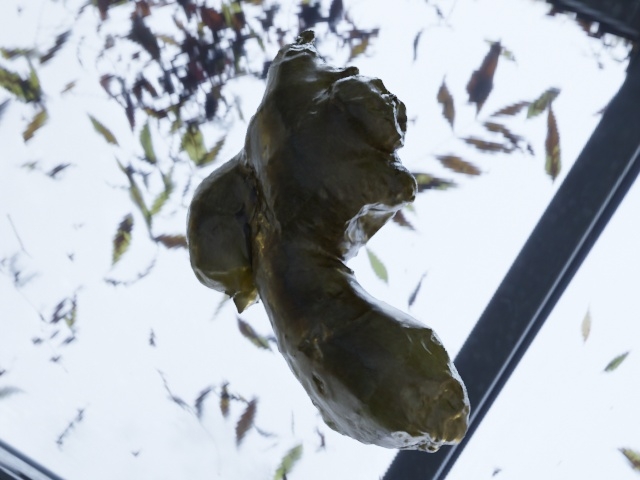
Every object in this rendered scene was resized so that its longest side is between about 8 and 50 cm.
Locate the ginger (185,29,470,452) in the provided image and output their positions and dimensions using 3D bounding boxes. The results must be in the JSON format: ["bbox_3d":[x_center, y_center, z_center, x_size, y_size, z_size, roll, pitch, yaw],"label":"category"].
[{"bbox_3d":[0.009,-0.002,0.559,0.133,0.059,0.214,-51,-129,12],"label":"ginger"}]
